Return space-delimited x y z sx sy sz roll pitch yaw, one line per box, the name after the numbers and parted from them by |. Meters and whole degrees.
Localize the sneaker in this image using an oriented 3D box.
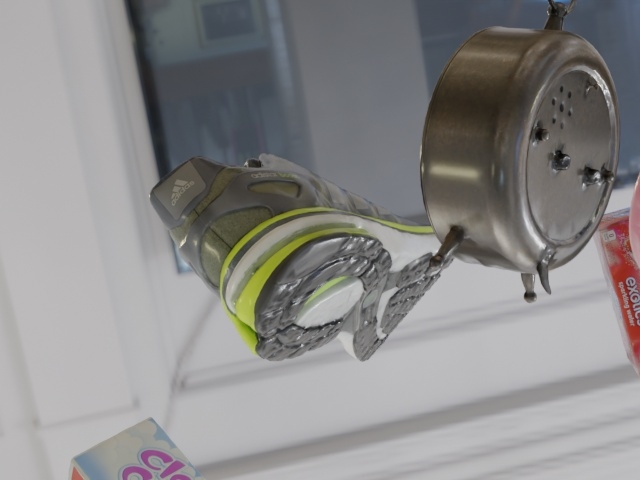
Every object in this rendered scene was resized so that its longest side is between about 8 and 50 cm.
0.000 0.000 0.796 0.121 0.111 0.300 44 -171 19 | sneaker

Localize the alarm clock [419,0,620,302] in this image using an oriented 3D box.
0.116 -0.067 0.666 0.064 0.192 0.129 7 173 39 | alarm clock

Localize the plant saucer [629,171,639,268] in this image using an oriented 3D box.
0.471 -0.059 1.261 0.332 0.332 0.084 -15 -141 -19 | plant saucer

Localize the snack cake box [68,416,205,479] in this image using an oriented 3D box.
-0.112 0.301 1.058 0.089 0.152 0.264 -25 -123 -36 | snack cake box

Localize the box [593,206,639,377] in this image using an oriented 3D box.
0.532 0.074 2.003 0.128 0.257 0.122 -16 -171 6 | box
